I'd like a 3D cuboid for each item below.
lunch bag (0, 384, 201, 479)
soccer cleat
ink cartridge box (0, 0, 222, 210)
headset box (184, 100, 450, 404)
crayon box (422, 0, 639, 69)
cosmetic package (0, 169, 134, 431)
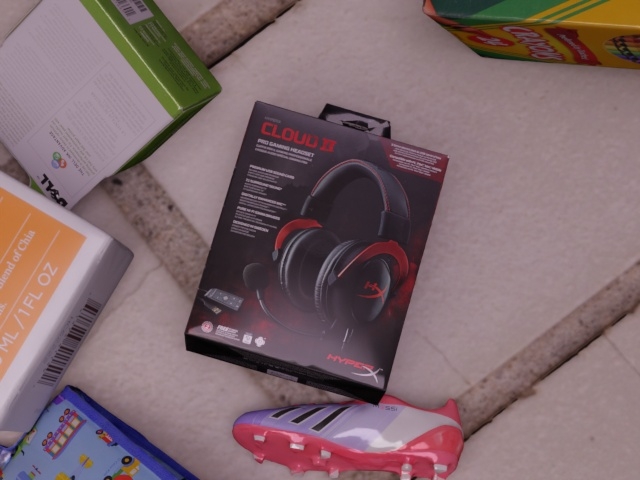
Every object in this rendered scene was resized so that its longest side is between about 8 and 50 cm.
[{"bbox_3d":[-0.250,0.295,1.690,0.293,0.138,0.221,33,86,30],"label":"lunch bag"},{"bbox_3d":[0.031,0.203,1.771,0.248,0.083,0.095,7,57,3],"label":"soccer cleat"},{"bbox_3d":[-0.264,-0.150,1.769,0.255,0.097,0.189,-38,89,30],"label":"ink cartridge box"},{"bbox_3d":[0.000,0.000,1.736,0.218,0.110,0.293,17,75,1],"label":"headset box"},{"bbox_3d":[0.287,-0.234,1.680,0.318,0.202,0.081,7,85,24],"label":"crayon box"},{"bbox_3d":[-0.448,-0.012,1.689,0.453,0.161,0.230,29,85,6],"label":"cosmetic package"}]
